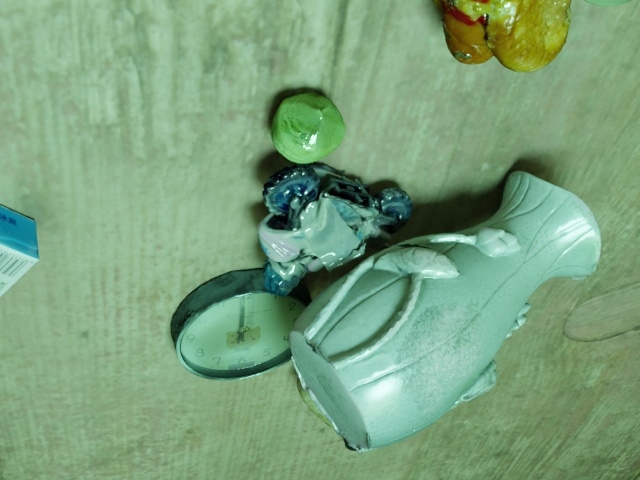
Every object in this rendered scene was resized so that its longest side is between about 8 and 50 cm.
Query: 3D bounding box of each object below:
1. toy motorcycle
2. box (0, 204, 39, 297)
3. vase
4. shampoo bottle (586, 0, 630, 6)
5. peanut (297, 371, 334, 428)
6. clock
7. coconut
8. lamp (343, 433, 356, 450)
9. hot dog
[{"bbox_3d":[-0.002,-0.004,1.057,0.239,0.108,0.204,19,117,-26],"label":"toy motorcycle"},{"bbox_3d":[-0.450,0.032,0.921,0.194,0.073,0.139,-39,136,19],"label":"box"},{"bbox_3d":[0.179,0.082,1.075,0.445,0.250,0.250,-33,142,-18],"label":"vase"},{"bbox_3d":[0.323,-0.345,0.857,0.079,0.079,0.162,-22,139,-1],"label":"shampoo bottle"},{"bbox_3d":[0.086,0.263,1.335,0.253,0.122,0.137,1,109,0],"label":"peanut"},{"bbox_3d":[-0.116,0.135,1.202,0.226,0.049,0.226,-13,140,-11],"label":"clock"},{"bbox_3d":[-0.015,-0.135,0.931,0.088,0.087,0.096,-2,164,-23],"label":"coconut"},{"bbox_3d":[0.146,0.315,1.465,0.130,0.108,0.371,17,126,-32],"label":"lamp"},{"bbox_3d":[0.190,-0.294,0.811,0.153,0.150,0.256,-18,140,-21],"label":"hot dog"}]
